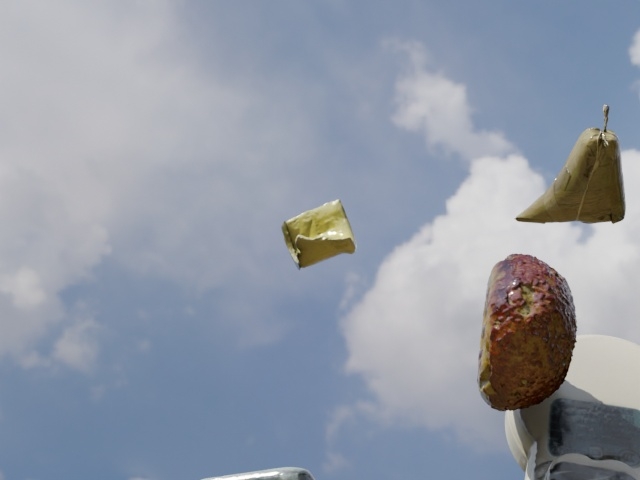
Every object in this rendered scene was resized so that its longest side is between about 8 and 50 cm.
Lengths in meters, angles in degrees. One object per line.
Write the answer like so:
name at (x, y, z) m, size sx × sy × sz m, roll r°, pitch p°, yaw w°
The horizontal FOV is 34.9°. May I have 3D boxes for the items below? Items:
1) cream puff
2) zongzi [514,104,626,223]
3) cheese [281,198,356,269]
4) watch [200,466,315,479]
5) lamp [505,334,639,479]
cream puff at (0.190, 0.088, 0.940) m, size 0.084 × 0.149 × 0.149 m, roll 9°, pitch -35°, yaw 8°
zongzi at (0.380, -0.107, 1.592) m, size 0.178 × 0.081 × 0.189 m, roll -3°, pitch -56°, yaw 21°
cheese at (0.000, 0.001, 0.877) m, size 0.060 × 0.084 × 0.041 m, roll -19°, pitch -72°, yaw -1°
watch at (-0.069, 0.353, 1.122) m, size 0.206 × 0.193 × 0.068 m, roll -10°, pitch -23°, yaw 12°
lamp at (0.268, 0.200, 0.996) m, size 0.179 × 0.246 × 0.108 m, roll 5°, pitch -46°, yaw 16°
